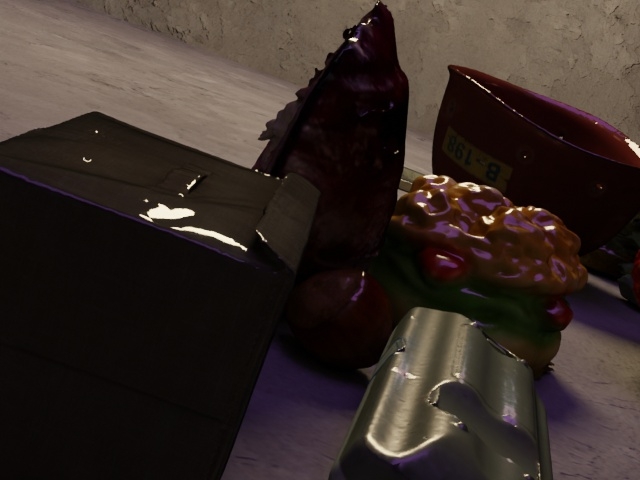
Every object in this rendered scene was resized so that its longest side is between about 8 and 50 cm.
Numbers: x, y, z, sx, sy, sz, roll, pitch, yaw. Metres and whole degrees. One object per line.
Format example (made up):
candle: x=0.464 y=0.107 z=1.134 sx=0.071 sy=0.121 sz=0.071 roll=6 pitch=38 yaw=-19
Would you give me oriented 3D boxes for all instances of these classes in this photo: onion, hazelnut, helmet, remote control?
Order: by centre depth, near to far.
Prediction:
remote control: x=0.089 y=0.114 z=0.675 sx=0.128 sy=0.065 sz=0.335 roll=40 pitch=13 yaw=1
hazelnut: x=0.018 y=0.060 z=0.846 sx=0.086 sy=0.086 sz=0.086 roll=19 pitch=11 yaw=-4
onion: x=0.013 y=-0.061 z=0.966 sx=0.146 sy=0.280 sz=0.314 roll=34 pitch=11 yaw=-4
helmet: x=0.309 y=-0.083 z=1.625 sx=0.337 sy=0.230 sz=0.385 roll=5 pitch=27 yaw=-49

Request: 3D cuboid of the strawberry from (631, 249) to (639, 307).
strawberry: x=0.461 y=0.076 z=1.192 sx=0.292 sy=0.292 sz=0.343 roll=25 pitch=36 yaw=22

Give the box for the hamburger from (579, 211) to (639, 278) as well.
hamburger: x=0.500 y=-0.025 z=1.834 sx=0.288 sy=0.168 sz=0.192 roll=17 pitch=9 yaw=-18

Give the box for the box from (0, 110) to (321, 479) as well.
box: x=-0.095 y=0.030 z=0.576 sx=0.148 sy=0.155 sz=0.231 roll=20 pitch=12 yaw=-1

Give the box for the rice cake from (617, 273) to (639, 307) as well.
rice cake: x=0.548 y=0.103 z=1.640 sx=0.226 sy=0.040 sz=0.085 roll=17 pitch=11 yaw=-15

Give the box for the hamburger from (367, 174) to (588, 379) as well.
hamburger: x=0.146 y=0.022 z=1.055 sx=0.237 sy=0.149 sz=0.237 roll=21 pitch=11 yaw=-4

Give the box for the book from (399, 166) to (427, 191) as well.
book: x=0.176 y=-0.106 z=2.041 sx=0.322 sy=0.018 sz=0.228 roll=21 pitch=11 yaw=4
